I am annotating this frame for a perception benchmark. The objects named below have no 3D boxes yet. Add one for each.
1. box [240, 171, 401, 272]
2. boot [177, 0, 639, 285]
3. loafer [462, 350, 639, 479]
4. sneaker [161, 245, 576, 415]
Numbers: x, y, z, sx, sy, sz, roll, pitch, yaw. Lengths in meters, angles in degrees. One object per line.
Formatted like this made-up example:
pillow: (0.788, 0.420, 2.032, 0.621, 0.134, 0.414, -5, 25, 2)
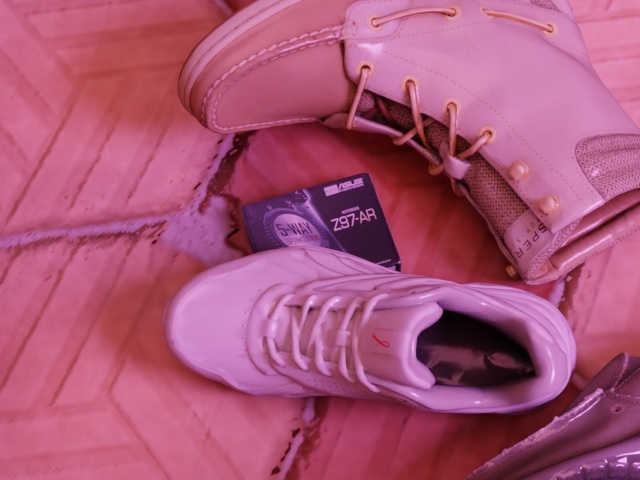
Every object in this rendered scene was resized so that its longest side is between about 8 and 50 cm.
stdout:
box: (0.000, 0.000, 0.728, 0.083, 0.018, 0.067, -15, 64, -5)
boot: (0.067, -0.062, 0.706, 0.262, 0.095, 0.203, -16, 64, -22)
loafer: (0.168, 0.116, 0.636, 0.251, 0.094, 0.087, -25, 21, -3)
sneaker: (0.025, 0.047, 0.640, 0.232, 0.115, 0.090, 3, 87, 5)
